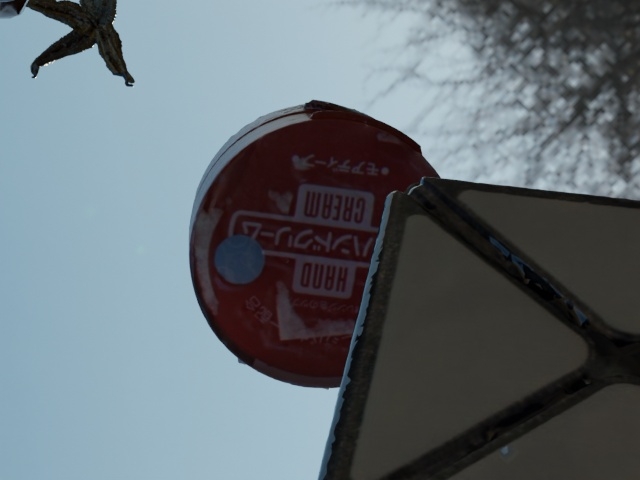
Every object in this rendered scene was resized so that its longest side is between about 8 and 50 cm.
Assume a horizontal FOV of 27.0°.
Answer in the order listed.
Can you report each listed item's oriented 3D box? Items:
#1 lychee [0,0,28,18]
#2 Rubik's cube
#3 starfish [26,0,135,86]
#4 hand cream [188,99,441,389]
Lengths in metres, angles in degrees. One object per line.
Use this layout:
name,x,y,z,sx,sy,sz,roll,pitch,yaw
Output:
lychee,-0.267,-0.305,0.710,0.424,0.500,0.424,62,-176,-8
Rubik's cube,0.135,0.149,0.660,0.260,0.259,0.255,6,-141,11
starfish,-0.210,-0.190,1.229,0.130,0.133,0.041,52,-171,2
hand cream,0.000,0.000,1.108,0.230,0.230,0.149,40,-176,-9
